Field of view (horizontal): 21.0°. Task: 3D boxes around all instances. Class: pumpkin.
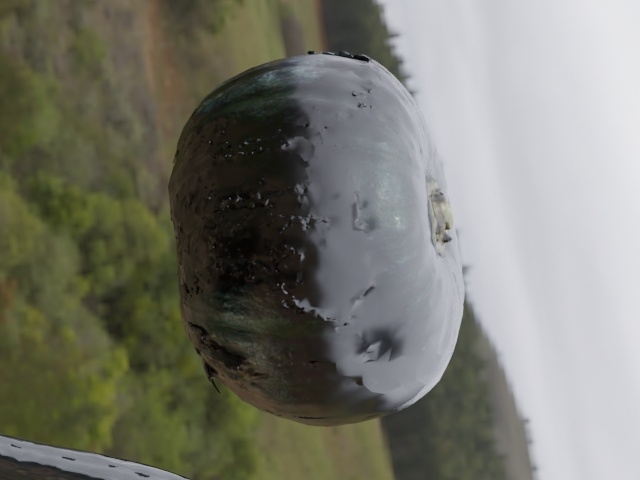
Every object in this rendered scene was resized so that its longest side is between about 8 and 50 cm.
[{"bbox_3d":[0.000,0.000,1.037,0.233,0.163,0.233,-6,90,-80],"label":"pumpkin"}]

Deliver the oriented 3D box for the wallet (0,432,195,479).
[{"bbox_3d":[-0.200,0.078,0.482,0.323,0.247,0.041,-35,-137,51],"label":"wallet"}]
